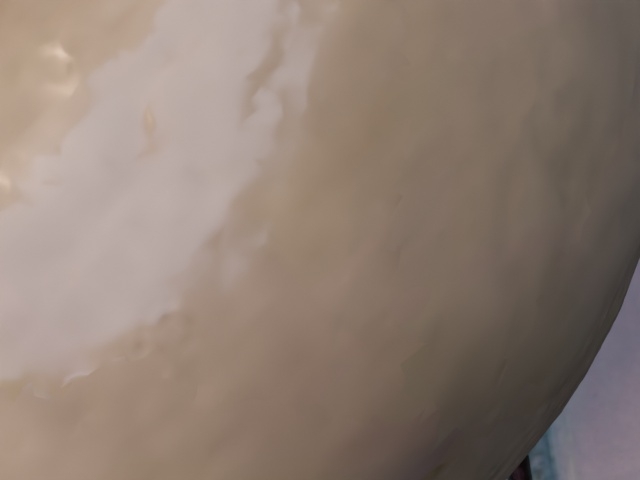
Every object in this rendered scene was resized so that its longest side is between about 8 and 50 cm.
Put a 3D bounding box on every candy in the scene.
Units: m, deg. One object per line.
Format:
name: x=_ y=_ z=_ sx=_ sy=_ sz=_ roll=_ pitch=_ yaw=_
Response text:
candy: x=0.000 y=0.000 z=0.634 sx=0.386 sy=0.186 sz=0.427 roll=23 pitch=102 yaw=-51
